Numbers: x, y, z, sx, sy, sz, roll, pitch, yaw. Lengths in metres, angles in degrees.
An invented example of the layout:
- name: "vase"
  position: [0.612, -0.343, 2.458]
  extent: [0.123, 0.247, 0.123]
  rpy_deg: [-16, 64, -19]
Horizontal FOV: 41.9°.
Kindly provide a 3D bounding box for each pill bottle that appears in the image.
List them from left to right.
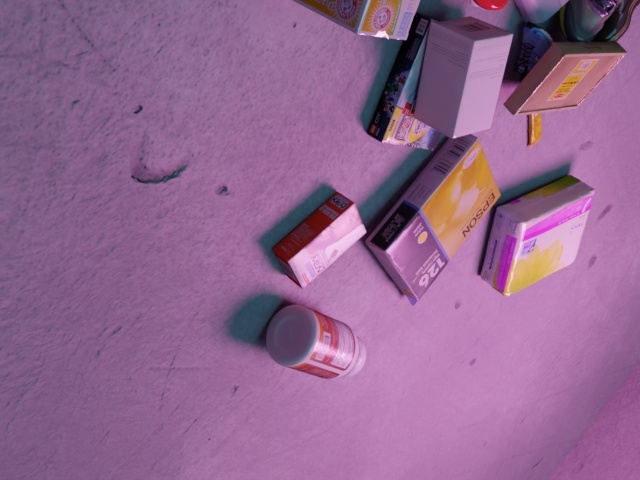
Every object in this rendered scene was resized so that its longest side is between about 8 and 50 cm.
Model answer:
- name: "pill bottle"
  position: [-0.001, 0.208, 1.653]
  extent: [0.121, 0.121, 0.216]
  rpy_deg: [-55, 142, 4]

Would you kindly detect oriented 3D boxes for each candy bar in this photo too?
- name: "candy bar"
  position: [0.474, -0.269, 1.850]
  extent: [0.040, 0.018, 0.161]
  rpy_deg: [-41, 140, -20]

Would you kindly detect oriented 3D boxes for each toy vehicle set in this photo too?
- name: "toy vehicle set"
  position: [0.509, -0.336, 1.729]
  extent: [0.267, 0.035, 0.166]
  rpy_deg: [-13, 150, -44]

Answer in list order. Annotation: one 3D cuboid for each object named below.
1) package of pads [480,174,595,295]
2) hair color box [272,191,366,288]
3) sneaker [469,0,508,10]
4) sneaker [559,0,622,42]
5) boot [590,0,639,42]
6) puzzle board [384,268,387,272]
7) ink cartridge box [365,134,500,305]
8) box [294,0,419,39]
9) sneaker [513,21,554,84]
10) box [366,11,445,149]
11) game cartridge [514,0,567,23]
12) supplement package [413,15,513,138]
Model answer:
- name: "package of pads"
  position: [0.533, -0.009, 2.047]
  extent: [0.296, 0.101, 0.229]
  rpy_deg: [-22, 132, -33]
- name: "hair color box"
  position: [0.000, 0.000, 1.547]
  extent: [0.167, 0.053, 0.093]
  rpy_deg: [-43, 140, -14]
- name: "sneaker"
  position: [0.299, -0.503, 1.405]
  extent: [0.107, 0.118, 0.279]
  rpy_deg: [-36, 139, -20]
- name: "sneaker"
  position: [0.588, -0.522, 1.656]
  extent: [0.111, 0.121, 0.300]
  rpy_deg: [26, 103, -23]
- name: "boot"
  position: [0.612, -0.519, 1.766]
  extent: [0.137, 0.077, 0.198]
  rpy_deg: [34, 84, -44]
- name: "puzzle board"
  position: [0.182, 0.004, 1.771]
  extent: [0.128, 0.011, 0.096]
  rpy_deg: [-34, 138, -21]
- name: "ink cartridge box"
  position: [0.258, -0.029, 1.761]
  extent: [0.303, 0.072, 0.307]
  rpy_deg: [-52, 141, -9]
- name: "box"
  position: [0.039, -0.370, 1.172]
  extent: [0.103, 0.203, 0.114]
  rpy_deg: [-6, 123, -43]
- name: "sneaker"
  position: [0.428, -0.367, 1.691]
  extent: [0.073, 0.063, 0.162]
  rpy_deg: [-38, 140, -13]
- name: "box"
  position: [0.191, -0.285, 1.525]
  extent: [0.159, 0.044, 0.233]
  rpy_deg: [1, 118, -46]
- name: "game cartridge"
  position: [0.471, -0.570, 1.585]
  extent: [0.297, 0.062, 0.198]
  rpy_deg: [-52, 138, -1]
- name: "supplement package"
  position: [0.246, -0.285, 1.458]
  extent: [0.105, 0.105, 0.179]
  rpy_deg: [-19, 130, -36]
